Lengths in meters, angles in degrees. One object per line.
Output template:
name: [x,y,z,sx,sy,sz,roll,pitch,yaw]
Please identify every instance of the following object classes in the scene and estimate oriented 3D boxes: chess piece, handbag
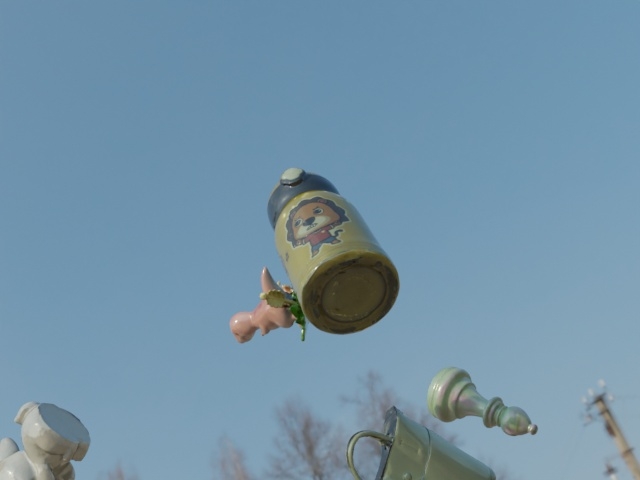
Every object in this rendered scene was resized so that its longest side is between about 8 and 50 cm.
chess piece: [0.398,0.407,2.267,0.139,0.272,0.139,-22,-59,-42]
handbag: [0.156,0.433,1.661,0.315,0.241,0.109,30,-35,-19]

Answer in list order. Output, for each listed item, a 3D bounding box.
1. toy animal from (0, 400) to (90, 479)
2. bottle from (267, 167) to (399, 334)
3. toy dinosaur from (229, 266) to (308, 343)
toy animal: [-0.528,0.390,1.728,0.193,0.178,0.127,-44,-16,7]
bottle: [0.000,0.000,1.675,0.172,0.351,0.171,-10,-56,-15]
toy dinosaur: [-0.109,0.142,2.087,0.177,0.152,0.194,6,-50,5]
